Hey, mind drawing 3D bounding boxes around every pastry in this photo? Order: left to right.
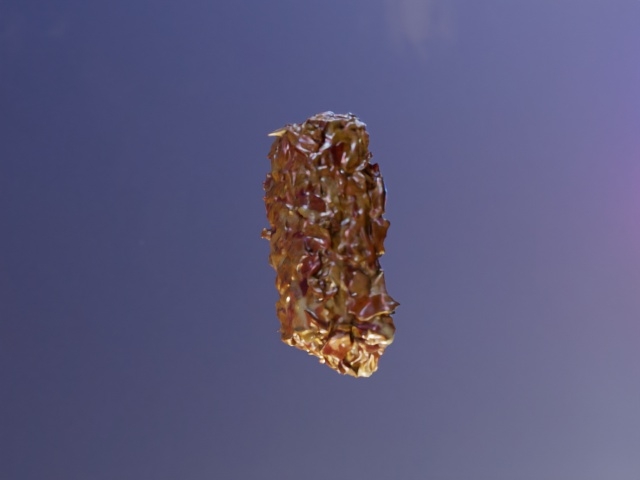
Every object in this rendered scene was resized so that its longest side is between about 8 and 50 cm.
[{"bbox_3d":[-0.001,0.001,0.806,0.063,0.087,0.169,6,-116,-25],"label":"pastry"}]
